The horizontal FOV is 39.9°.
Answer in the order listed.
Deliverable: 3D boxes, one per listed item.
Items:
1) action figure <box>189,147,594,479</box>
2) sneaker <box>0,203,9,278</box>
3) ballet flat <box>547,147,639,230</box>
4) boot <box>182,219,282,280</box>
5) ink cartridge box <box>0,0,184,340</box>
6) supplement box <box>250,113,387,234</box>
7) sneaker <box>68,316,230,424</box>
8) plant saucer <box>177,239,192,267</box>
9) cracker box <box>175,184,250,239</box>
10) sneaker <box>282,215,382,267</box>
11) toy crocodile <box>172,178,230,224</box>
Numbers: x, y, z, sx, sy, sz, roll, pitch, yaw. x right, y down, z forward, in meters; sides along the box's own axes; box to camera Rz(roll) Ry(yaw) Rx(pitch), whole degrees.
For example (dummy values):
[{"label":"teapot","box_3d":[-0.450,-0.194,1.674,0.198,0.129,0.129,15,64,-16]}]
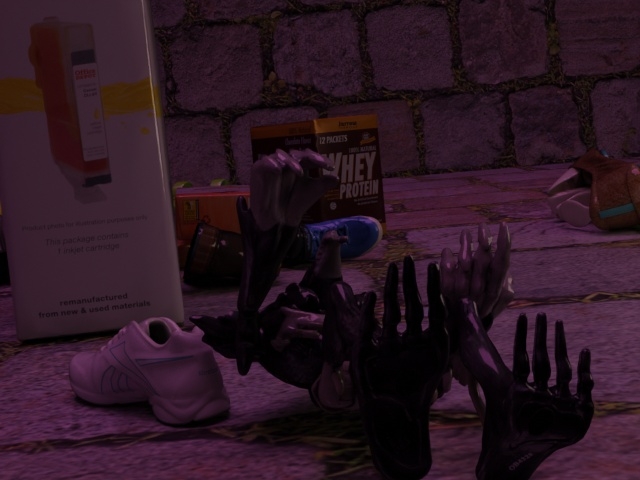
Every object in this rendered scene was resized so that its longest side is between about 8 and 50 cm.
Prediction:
[{"label":"action figure","box_3d":[0.029,0.035,0.473,0.164,0.141,0.275,15,1,-19]},{"label":"sneaker","box_3d":[-0.431,0.015,1.256,0.300,0.111,0.121,14,52,41]},{"label":"ballet flat","box_3d":[0.414,-0.068,1.335,0.124,0.116,0.342,-24,8,8]},{"label":"boot","box_3d":[-0.112,0.024,1.100,0.106,0.082,0.219,16,-1,-9]},{"label":"ink cartridge box","box_3d":[-0.244,-0.115,0.928,0.160,0.385,0.279,-6,6,-9]},{"label":"supplement box","box_3d":[-0.006,-0.100,1.445,0.129,0.194,0.191,-10,8,-35]},{"label":"sneaker","box_3d":[-0.116,0.079,0.582,0.152,0.061,0.053,-1,10,43]},{"label":"plant saucer","box_3d":[-0.236,0.017,1.301,0.200,0.037,0.200,-5,8,1]},{"label":"cracker box","box_3d":[-0.138,-0.046,1.320,0.155,0.067,0.232,-2,6,-9]},{"label":"sneaker","box_3d":[0.000,0.001,1.150,0.152,0.058,0.084,-7,0,26]},{"label":"toy crocodile","box_3d":[-0.260,-0.057,1.746,0.115,0.105,0.340,-2,12,18]}]
